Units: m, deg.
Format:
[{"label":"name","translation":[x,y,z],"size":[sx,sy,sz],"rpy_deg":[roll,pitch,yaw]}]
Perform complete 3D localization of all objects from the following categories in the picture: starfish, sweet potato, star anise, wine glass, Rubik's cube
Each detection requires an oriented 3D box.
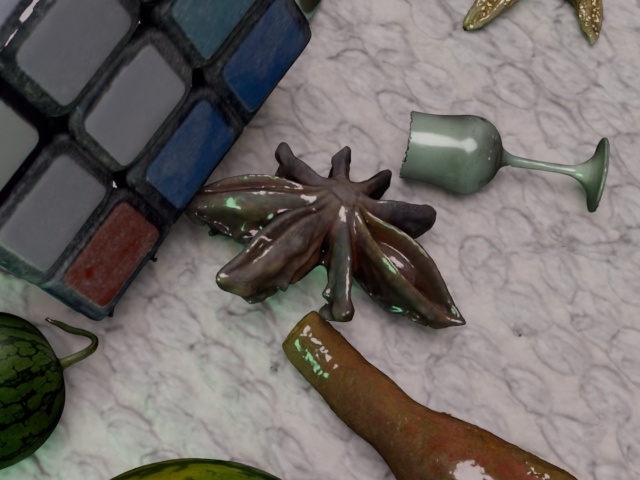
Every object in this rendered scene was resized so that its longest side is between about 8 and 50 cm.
[{"label":"starfish","translation":[0.227,-0.310,1.386],"size":[0.277,0.062,0.236],"rpy_deg":[-9,75,-10]},{"label":"sweet potato","translation":[0.115,0.199,1.159],"size":[0.385,0.109,0.109],"rpy_deg":[33,72,14]},{"label":"star anise","translation":[-0.005,-0.001,1.223],"size":[0.257,0.110,0.198],"rpy_deg":[2,50,-14]},{"label":"wine glass","translation":[0.177,-0.078,1.275],"size":[0.195,0.079,0.079],"rpy_deg":[10,69,1]},{"label":"Rubik's cube","translation":[-0.271,-0.195,1.114],"size":[0.359,0.363,0.362],"rpy_deg":[31,83,23]}]

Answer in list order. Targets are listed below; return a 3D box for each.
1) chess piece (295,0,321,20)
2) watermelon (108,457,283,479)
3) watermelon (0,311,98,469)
[{"label":"chess piece","translation":[-0.130,-0.312,1.343],"size":[0.271,0.139,0.139],"rpy_deg":[13,69,16]},{"label":"watermelon","translation":[-0.103,0.310,1.011],"size":[0.285,0.285,0.285],"rpy_deg":[1,69,-2]},{"label":"watermelon","translation":[-0.281,0.125,1.153],"size":[0.187,0.141,0.141],"rpy_deg":[-23,72,-16]}]
